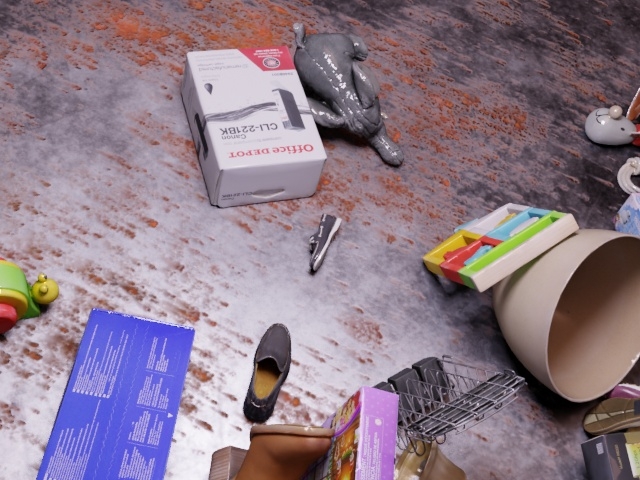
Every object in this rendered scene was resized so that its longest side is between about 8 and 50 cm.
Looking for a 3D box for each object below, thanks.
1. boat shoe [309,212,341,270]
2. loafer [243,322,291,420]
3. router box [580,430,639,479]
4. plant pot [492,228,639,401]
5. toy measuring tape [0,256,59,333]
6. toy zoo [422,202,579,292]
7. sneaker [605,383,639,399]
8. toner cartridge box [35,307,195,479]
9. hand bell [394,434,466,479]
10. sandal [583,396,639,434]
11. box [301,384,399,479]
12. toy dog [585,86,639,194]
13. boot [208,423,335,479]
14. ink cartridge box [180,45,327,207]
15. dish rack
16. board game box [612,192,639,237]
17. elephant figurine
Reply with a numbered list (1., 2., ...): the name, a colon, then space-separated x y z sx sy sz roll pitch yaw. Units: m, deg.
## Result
1. boat shoe: 0.000 0.000 1.732 0.038 0.046 0.125 24 52 2
2. loafer: -0.077 0.198 1.570 0.062 0.061 0.170 13 54 -4
3. router box: 0.552 0.440 1.516 0.243 0.081 0.308 -3 70 -15
4. plant pot: 0.398 0.100 1.657 0.284 0.284 0.191 -28 33 -28
5. toy measuring tape: -0.560 0.089 1.492 0.330 0.121 0.121 -8 59 -18
6. toy zoo: 0.287 0.004 1.685 0.192 0.293 0.030 -32 102 -8
7. sneaker: 0.544 0.313 1.643 0.185 0.069 0.084 36 51 12
8. toner cartridge box: -0.288 0.257 1.424 0.165 0.075 0.347 12 41 -5
9. hand bell: 0.235 0.397 1.508 0.242 0.126 0.126 30 54 -9
10. sandal: 0.507 0.284 1.605 0.049 0.180 0.072 55 36 -18
11. box: 0.015 0.347 1.351 0.057 0.293 0.200 18 53 -15
12. toy dog: 0.720 -0.237 1.999 0.334 0.161 0.220 -15 61 -22
13. boot: -0.072 0.368 1.332 0.109 0.283 0.220 19 57 -35
14. ink cartridge box: -0.124 -0.209 1.799 0.197 0.114 0.272 -8 60 -19
15. dish rack: 0.169 0.247 1.479 0.208 0.271 0.074 -26 103 -27
16. board game box: 0.586 -0.027 1.868 0.020 0.090 0.090 -3 57 -16
17. elephant figurine: 0.053 -0.267 1.848 0.186 0.169 0.239 -10 56 -26
